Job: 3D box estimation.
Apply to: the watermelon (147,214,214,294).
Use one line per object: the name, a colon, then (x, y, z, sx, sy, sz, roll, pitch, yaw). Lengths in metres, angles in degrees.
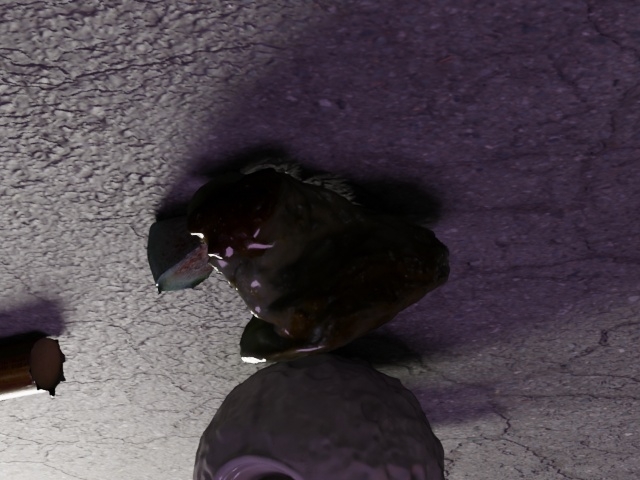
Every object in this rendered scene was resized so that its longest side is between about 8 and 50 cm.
watermelon: (-0.143, 0.013, 1.773, 0.094, 0.081, 0.180, -15, 174, -7)

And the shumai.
shumai: (0.000, 0.000, 1.697, 0.222, 0.204, 0.272, -19, -177, 30)

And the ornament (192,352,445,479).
ornament: (0.004, 0.310, 2.145, 0.337, 0.337, 0.337, 0, 157, 0)

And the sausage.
sausage: (-0.510, 0.195, 2.172, 0.371, 0.082, 0.082, -11, 154, 26)
